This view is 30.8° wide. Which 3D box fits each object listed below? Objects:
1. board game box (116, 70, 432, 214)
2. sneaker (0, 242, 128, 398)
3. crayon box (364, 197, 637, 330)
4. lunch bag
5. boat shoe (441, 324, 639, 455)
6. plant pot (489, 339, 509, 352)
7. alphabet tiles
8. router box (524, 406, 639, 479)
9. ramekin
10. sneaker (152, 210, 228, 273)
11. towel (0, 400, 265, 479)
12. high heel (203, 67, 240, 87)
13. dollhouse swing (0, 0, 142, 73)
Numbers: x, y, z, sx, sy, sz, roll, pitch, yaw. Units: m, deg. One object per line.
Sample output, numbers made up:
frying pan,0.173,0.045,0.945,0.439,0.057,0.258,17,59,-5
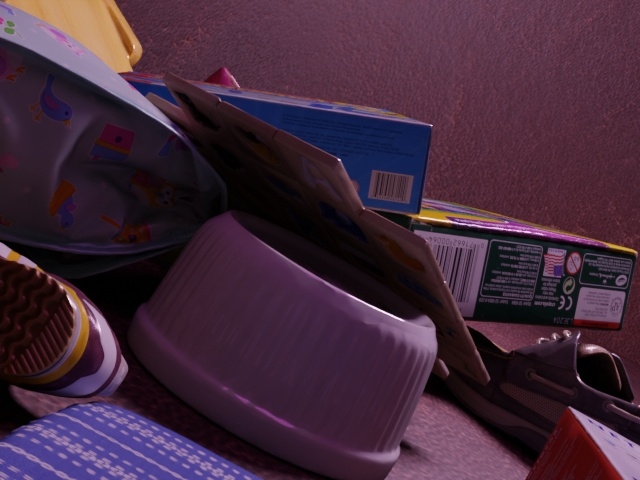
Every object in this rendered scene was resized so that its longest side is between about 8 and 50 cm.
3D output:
board game box,-0.064,-0.107,1.184,0.308,0.086,0.302,8,9,-6
sneaker,-0.181,0.027,0.599,0.185,0.069,0.084,32,-11,27
crayon box,0.119,0.011,1.318,0.363,0.106,0.313,7,6,-39
lunch bag,-0.216,-0.081,0.850,0.262,0.160,0.223,18,10,-36
boat shoe,0.259,0.163,1.183,0.132,0.130,0.355,24,8,-42
plant pot,0.210,0.151,1.544,0.236,0.032,0.236,29,7,-4
alphabet tiles,0.000,0.000,0.940,0.285,0.011,0.342,30,-16,33
router box,0.329,0.269,0.854,0.335,0.082,0.301,29,6,-2
ramekin,-0.018,0.064,0.799,0.207,0.109,0.207,29,5,-3
sneaker,-0.036,0.043,0.997,0.240,0.091,0.126,38,-2,7
towel,-0.034,0.147,0.419,0.243,0.040,0.336,28,4,5
high heel,-0.022,-0.062,1.505,0.377,0.181,0.127,29,6,-5
dollhouse swing,-0.386,-0.183,1.392,0.315,0.305,0.347,-12,-6,15
